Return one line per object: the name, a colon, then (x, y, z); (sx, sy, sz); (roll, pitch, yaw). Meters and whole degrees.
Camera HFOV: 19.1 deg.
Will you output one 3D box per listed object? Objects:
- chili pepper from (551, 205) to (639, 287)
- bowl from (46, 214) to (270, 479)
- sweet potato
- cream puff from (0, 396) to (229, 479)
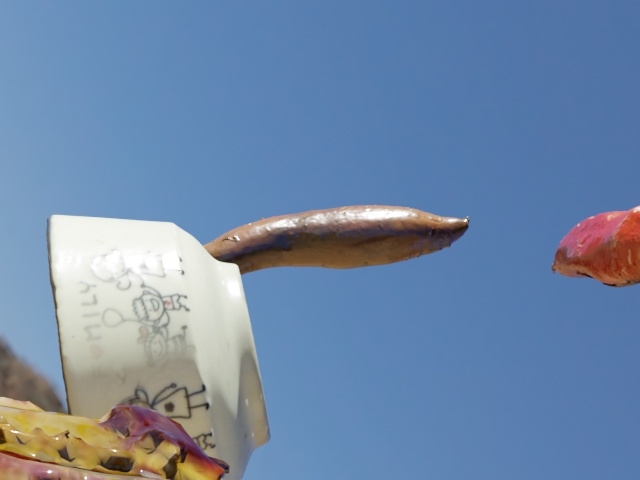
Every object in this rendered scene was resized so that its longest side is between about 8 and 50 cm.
chili pepper: (0.146, 0.002, 0.967); (0.027, 0.045, 0.178); (38, -9, -6)
bowl: (-0.107, 0.087, 1.294); (0.238, 0.126, 0.237); (169, -90, -86)
sweet potato: (0.000, 0.000, 1.617); (0.057, 0.265, 0.057); (174, -90, -80)
cream puff: (-0.164, 0.204, 0.856); (0.350, 0.350, 0.228); (82, 2, -58)
